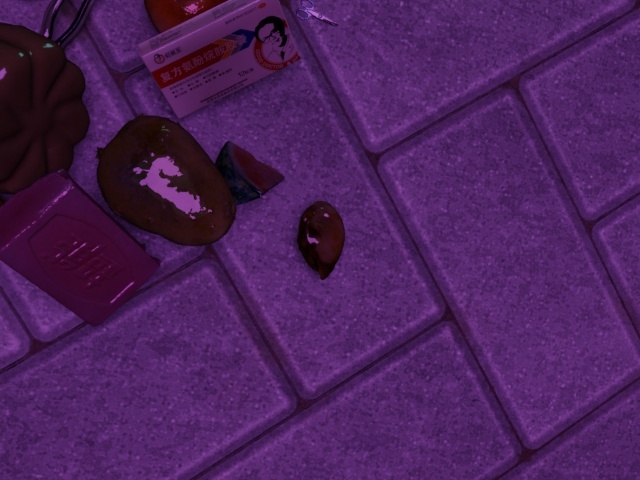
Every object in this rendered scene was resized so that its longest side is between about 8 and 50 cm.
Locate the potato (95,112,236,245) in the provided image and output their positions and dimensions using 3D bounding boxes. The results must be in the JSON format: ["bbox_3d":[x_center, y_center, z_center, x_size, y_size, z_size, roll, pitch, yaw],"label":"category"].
[{"bbox_3d":[-0.376,-0.125,1.745,0.270,0.219,0.359,-42,88,-1],"label":"potato"}]

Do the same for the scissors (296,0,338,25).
[{"bbox_3d":[-0.005,-0.609,1.953,0.119,0.014,0.058,24,90,-10],"label":"scissors"}]

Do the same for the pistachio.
[{"bbox_3d":[0.000,0.000,1.917,0.165,0.131,0.210,-8,94,-54],"label":"pistachio"}]

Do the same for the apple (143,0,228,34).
[{"bbox_3d":[-0.333,-0.600,1.790,0.210,0.173,0.235,-42,99,-10],"label":"apple"}]

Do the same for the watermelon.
[{"bbox_3d":[-0.184,-0.171,1.852,0.202,0.207,0.136,-34,126,-27],"label":"watermelon"}]

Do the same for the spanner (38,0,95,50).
[{"bbox_3d":[-0.650,-0.500,1.759,0.096,0.040,0.325,27,96,-39],"label":"spanner"}]

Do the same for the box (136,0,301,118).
[{"bbox_3d":[-0.243,-0.462,1.774,0.353,0.069,0.214,-28,142,-1],"label":"box"}]

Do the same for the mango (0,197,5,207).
[{"bbox_3d":[-0.816,-0.056,1.712,0.138,0.113,0.253,-40,99,-12],"label":"mango"}]

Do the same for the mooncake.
[{"bbox_3d":[-0.685,-0.285,1.602,0.201,0.378,0.378,22,85,20],"label":"mooncake"}]

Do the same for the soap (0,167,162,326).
[{"bbox_3d":[-0.570,0.017,1.673,0.233,0.128,0.359,-45,141,-9],"label":"soap"}]
